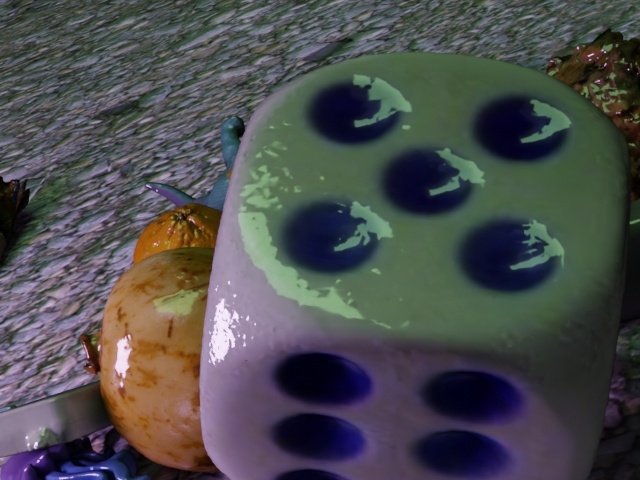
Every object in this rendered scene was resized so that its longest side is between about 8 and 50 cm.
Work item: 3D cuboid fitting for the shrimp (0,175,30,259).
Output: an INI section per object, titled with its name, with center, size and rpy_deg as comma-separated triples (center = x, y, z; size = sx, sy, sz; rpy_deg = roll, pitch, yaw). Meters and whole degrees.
[shrimp]
center = -0.513, 0.005, 2.381
size = 0.222, 0.054, 0.290
rpy_deg = -10, 30, 27

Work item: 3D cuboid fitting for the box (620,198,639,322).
[box]
center = 0.220, 0.039, 1.599
size = 0.244, 0.103, 0.055
rpy_deg = -19, 28, 10

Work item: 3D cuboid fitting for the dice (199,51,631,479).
[dice]
center = 0.075, 0.042, 1.388
size = 0.304, 0.277, 0.304
rpy_deg = 8, 48, 3

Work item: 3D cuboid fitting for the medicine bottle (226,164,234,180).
[medicine bottle]
center = 0.000, 0.000, 1.710
size = 0.124, 0.238, 0.124
rpy_deg = -22, 24, 10

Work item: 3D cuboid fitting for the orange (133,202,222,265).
[orange]
center = -0.147, 0.019, 1.953
size = 0.136, 0.117, 0.135
rpy_deg = -16, 18, 5

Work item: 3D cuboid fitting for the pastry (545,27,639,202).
[pastry]
center = 0.279, -0.109, 1.753
size = 0.275, 0.192, 0.275
rpy_deg = -19, 25, 10

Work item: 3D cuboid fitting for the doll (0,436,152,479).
[doll]
center = -0.238, 0.226, 1.654
size = 0.206, 0.067, 0.110
rpy_deg = 0, 21, 44

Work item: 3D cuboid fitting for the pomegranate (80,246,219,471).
[pomegranate]
center = -0.119, 0.112, 1.622
size = 0.215, 0.215, 0.215
rpy_deg = -19, 24, 9

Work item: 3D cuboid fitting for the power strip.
[power strip]
center = -0.249, 0.168, 1.678
size = 0.118, 0.046, 0.270
rpy_deg = -15, -1, 15

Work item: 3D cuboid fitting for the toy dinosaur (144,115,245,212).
[toy dinosaur]
center = -0.064, -0.015, 1.998
size = 0.384, 0.129, 0.331
rpy_deg = -15, 33, 20
